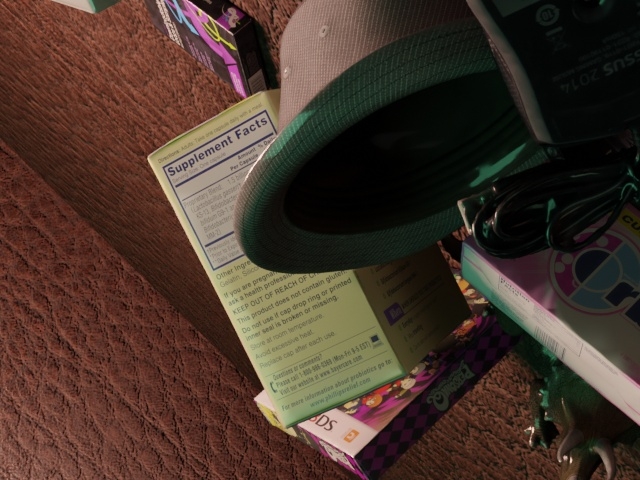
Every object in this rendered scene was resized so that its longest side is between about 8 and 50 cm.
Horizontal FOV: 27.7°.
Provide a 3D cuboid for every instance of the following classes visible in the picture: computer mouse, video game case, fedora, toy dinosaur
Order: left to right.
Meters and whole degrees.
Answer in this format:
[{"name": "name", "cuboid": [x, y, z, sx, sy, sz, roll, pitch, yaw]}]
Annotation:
[{"name": "fedora", "cuboid": [0.048, -0.097, 0.869, 0.275, 0.244, 0.124, -52, 52, 52]}, {"name": "video game case", "cuboid": [0.071, 0.115, 1.252, 0.042, 0.232, 0.210, 56, 163, -23]}, {"name": "toy dinosaur", "cuboid": [0.197, 0.073, 1.082, 0.160, 0.121, 0.313, 91, 164, -61]}, {"name": "computer mouse", "cuboid": [0.138, -0.122, 0.704, 0.072, 0.189, 0.272, -99, -13, -50]}]

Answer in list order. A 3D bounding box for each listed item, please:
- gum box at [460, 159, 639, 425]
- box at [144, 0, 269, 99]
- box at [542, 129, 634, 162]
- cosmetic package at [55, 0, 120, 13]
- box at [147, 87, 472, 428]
[{"name": "gum box", "cuboid": [0.199, 0.030, 0.942, 0.188, 0.107, 0.062, 41, 163, 21]}, {"name": "box", "cuboid": [-0.123, -0.220, 1.319, 0.162, 0.029, 0.116, 41, 163, 27]}, {"name": "box", "cuboid": [0.181, -0.063, 0.807, 0.018, 0.083, 0.067, 24, 152, 57]}, {"name": "cosmetic package", "cuboid": [-0.128, -0.325, 0.649, 0.155, 0.197, 0.365, 26, 140, 50]}, {"name": "box", "cuboid": [0.000, 0.000, 1.080, 0.243, 0.117, 0.213, 64, -158, -1]}]
